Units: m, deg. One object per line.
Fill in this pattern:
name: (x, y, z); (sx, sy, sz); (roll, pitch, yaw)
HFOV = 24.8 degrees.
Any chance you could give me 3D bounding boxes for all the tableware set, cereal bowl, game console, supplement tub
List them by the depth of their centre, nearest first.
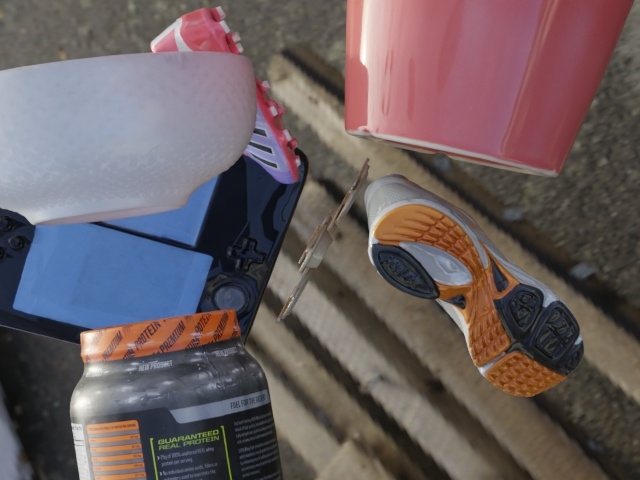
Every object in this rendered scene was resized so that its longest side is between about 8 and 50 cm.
tableware set: (0.000, 0.000, 1.470); (0.020, 0.141, 0.169); (29, 141, -2)
cereal bowl: (-0.225, -0.094, 1.484); (0.339, 0.339, 0.141); (-9, 87, 46)
supplement tub: (-0.141, 0.248, 1.494); (0.207, 0.207, 0.338); (-10, 88, 46)
game console: (-0.244, -0.012, 1.855); (0.060, 0.386, 0.342); (-101, 29, -61)

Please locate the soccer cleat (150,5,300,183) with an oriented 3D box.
soccer cleat: (-0.103, -0.159, 1.702); (0.095, 0.083, 0.248); (-24, 124, 9)

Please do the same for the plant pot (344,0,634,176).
plant pot: (0.139, -0.192, 1.275); (0.275, 0.275, 0.243); (14, 94, 41)

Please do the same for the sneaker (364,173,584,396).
sneaker: (0.136, 0.030, 1.292); (0.099, 0.121, 0.262); (-38, 119, 13)
